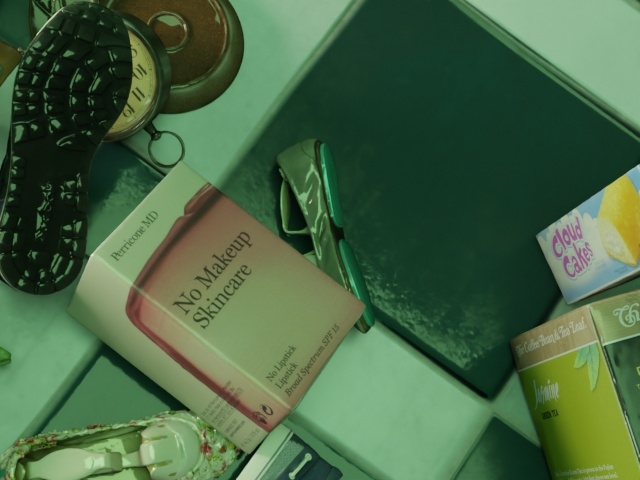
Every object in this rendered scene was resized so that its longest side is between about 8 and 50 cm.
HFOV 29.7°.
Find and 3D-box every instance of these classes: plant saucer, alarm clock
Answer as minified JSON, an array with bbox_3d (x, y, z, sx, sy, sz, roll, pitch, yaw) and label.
[{"bbox_3d":[-0.163,-0.218,1.285,0.168,0.029,0.169,3,75,-11],"label":"plant saucer"},{"bbox_3d":[-0.205,-0.152,1.224,0.129,0.064,0.192,-37,96,14],"label":"alarm clock"}]

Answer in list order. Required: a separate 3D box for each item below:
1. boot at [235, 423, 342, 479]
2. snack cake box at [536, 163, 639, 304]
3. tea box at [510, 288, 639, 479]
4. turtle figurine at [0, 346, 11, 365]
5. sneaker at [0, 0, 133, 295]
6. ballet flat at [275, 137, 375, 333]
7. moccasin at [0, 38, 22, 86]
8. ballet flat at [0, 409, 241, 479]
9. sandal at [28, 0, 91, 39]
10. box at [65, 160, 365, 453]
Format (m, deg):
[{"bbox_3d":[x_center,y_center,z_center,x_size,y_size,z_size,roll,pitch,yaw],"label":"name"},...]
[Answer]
[{"bbox_3d":[-0.060,0.273,1.159,0.086,0.069,0.190,36,71,3],"label":"boot"},{"bbox_3d":[0.342,-0.022,1.210,0.152,0.264,0.089,-21,81,-15],"label":"snack cake box"},{"bbox_3d":[0.413,0.192,1.194,0.329,0.220,0.324,-13,80,-14],"label":"tea box"},{"bbox_3d":[-0.352,0.199,1.060,0.198,0.274,0.266,41,64,-35],"label":"turtle figurine"},{"bbox_3d":[-0.269,-0.092,1.165,0.107,0.124,0.283,17,85,-27],"label":"sneaker"},{"bbox_3d":[0.000,0.000,1.251,0.068,0.072,0.213,-17,78,13],"label":"ballet flat"},{"bbox_3d":[-0.397,-0.026,1.117,0.147,0.139,0.380,27,85,-19],"label":"moccasin"},{"bbox_3d":[-0.188,0.211,1.147,0.240,0.077,0.091,-10,77,-14],"label":"ballet flat"},{"bbox_3d":[-0.259,-0.298,1.275,0.090,0.060,0.219,6,90,-7],"label":"sandal"},{"bbox_3d":[-0.100,0.065,1.158,0.232,0.127,0.149,38,55,0],"label":"box"}]
